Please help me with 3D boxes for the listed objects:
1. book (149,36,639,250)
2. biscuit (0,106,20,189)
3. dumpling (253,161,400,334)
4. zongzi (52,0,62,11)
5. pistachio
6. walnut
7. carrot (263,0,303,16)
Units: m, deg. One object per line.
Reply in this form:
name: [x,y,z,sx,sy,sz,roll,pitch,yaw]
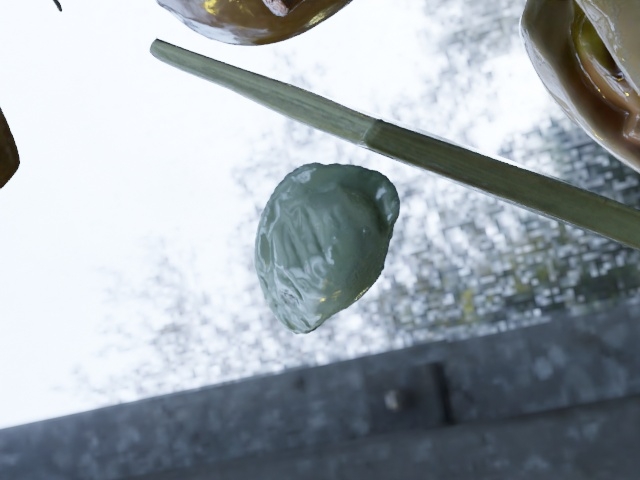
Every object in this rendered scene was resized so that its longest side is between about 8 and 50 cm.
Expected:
book: [0.064,-0.050,0.848,0.283,0.215,0.025,15,-83,-42]
biscuit: [-0.322,-0.070,1.149,0.142,0.029,0.221,-59,-31,5]
dumpling: [0.011,0.005,1.680,0.108,0.219,0.152,15,-152,-53]
zongzi: [-0.345,-0.488,1.719,0.467,0.500,0.218,0,-112,-56]
pistachio: [0.311,-0.143,1.184,0.318,0.193,0.213,26,-123,-22]
walnut: [-0.023,-0.291,1.312,0.203,0.298,0.203,57,163,28]
carrot: [0.013,-0.240,1.120,0.161,0.055,0.055,-50,-49,-13]
